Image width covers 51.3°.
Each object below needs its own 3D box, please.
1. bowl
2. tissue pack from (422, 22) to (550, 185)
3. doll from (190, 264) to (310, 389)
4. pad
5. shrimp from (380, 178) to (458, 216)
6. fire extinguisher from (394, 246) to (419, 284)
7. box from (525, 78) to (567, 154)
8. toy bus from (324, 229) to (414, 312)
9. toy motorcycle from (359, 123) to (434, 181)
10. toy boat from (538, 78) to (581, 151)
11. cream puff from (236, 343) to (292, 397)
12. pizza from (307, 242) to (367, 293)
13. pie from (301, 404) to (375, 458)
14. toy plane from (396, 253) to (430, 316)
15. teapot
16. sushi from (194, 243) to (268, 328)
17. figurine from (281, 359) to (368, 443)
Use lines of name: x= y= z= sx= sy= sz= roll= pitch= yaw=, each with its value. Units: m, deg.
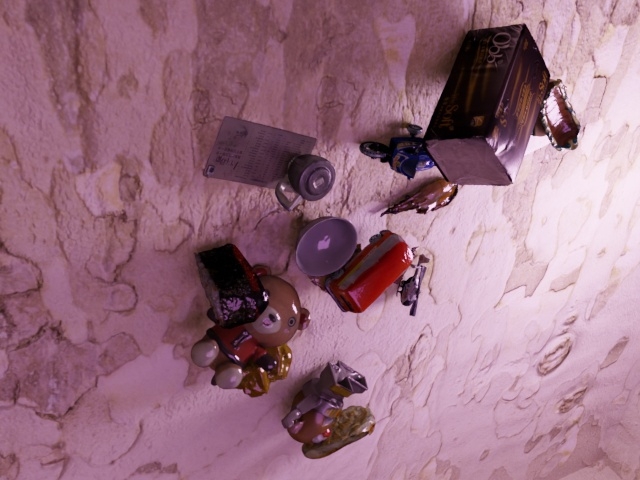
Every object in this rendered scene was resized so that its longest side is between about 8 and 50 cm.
bowl: x=0.000 y=0.000 z=1.805 sx=0.189 sy=0.086 sz=0.188 roll=-16 pitch=128 yaw=-21
tissue pack: x=0.418 y=-0.338 z=1.663 sx=0.210 sy=0.198 sz=0.369 roll=42 pitch=63 yaw=-40
doll: x=-0.191 y=0.238 z=1.770 sx=0.330 sy=0.174 sz=0.235 roll=-44 pitch=97 yaw=-16
pad: x=-0.142 y=-0.203 z=1.620 sx=0.265 sy=0.009 sz=0.159 roll=8 pitch=117 yaw=-36
shrimp: x=0.298 y=-0.098 z=1.939 sx=0.262 sy=0.066 sz=0.117 roll=-27 pitch=132 yaw=-11
fire extinguisher: x=0.256 y=0.071 z=2.055 sx=0.056 sy=0.039 sz=0.132 roll=8 pitch=118 yaw=-46
box: x=0.602 y=-0.351 z=1.930 sx=0.212 sy=0.095 sz=0.168 roll=-28 pitch=130 yaw=-13
toy bus: x=0.148 y=0.085 z=1.856 sx=0.265 sy=0.120 sz=0.121 roll=-42 pitch=113 yaw=-17
toy motorcycle: x=0.260 y=-0.223 z=1.751 sx=0.316 sy=0.169 sz=0.113 roll=-6 pitch=123 yaw=-29
toy boat: x=0.647 y=-0.358 z=1.828 sx=0.108 sy=0.099 sz=0.293 roll=-44 pitch=139 yaw=-2
cream puff: x=-0.185 y=0.353 z=1.885 sx=0.221 sy=0.194 sz=0.194 roll=-29 pitch=133 yaw=-7
pizza: x=0.067 y=0.102 z=1.925 sx=0.226 sy=0.069 sz=0.147 roll=-26 pitch=113 yaw=-21
pie: x=0.063 y=0.649 z=2.239 sx=0.275 sy=0.105 sz=0.257 roll=-26 pitch=176 yaw=-10
toy plane: x=0.295 y=0.135 z=2.100 sx=0.054 sy=0.078 sz=0.196 roll=10 pitch=101 yaw=-35
teapot: x=-0.039 y=-0.149 z=1.653 sx=0.111 sy=0.108 sz=0.149 roll=6 pitch=114 yaw=-40
sushi: x=-0.228 y=0.112 z=1.643 sx=0.126 sy=0.225 sz=0.136 roll=-22 pitch=136 yaw=-20
figurine: x=0.000 y=0.530 z=2.135 sx=0.285 sy=0.167 sz=0.343 roll=-48 pitch=136 yaw=13
